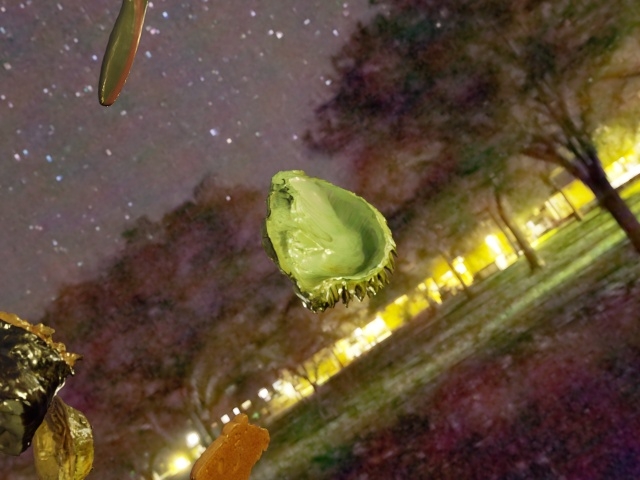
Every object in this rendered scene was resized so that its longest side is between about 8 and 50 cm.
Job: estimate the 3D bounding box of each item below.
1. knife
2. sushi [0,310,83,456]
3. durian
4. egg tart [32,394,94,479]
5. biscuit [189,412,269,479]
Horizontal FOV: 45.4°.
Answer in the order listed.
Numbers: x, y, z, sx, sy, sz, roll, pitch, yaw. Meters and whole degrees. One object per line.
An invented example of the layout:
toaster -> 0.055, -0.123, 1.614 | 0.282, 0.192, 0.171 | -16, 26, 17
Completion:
knife -> -0.177, -0.247, 0.728 | 0.035, 0.247, 0.018 | 15, -4, -27
sushi -> -0.596, 0.210, 1.238 | 0.234, 0.349, 0.207 | -48, 20, 40
durian -> 0.010, -0.004, 1.174 | 0.163, 0.198, 0.394 | -25, 21, 17
egg tart -> -0.486, 0.392, 1.447 | 0.090, 0.212, 0.212 | -1, -25, -32
biscuit -> -0.191, 0.463, 1.628 | 0.043, 0.183, 0.280 | 6, 7, 30
